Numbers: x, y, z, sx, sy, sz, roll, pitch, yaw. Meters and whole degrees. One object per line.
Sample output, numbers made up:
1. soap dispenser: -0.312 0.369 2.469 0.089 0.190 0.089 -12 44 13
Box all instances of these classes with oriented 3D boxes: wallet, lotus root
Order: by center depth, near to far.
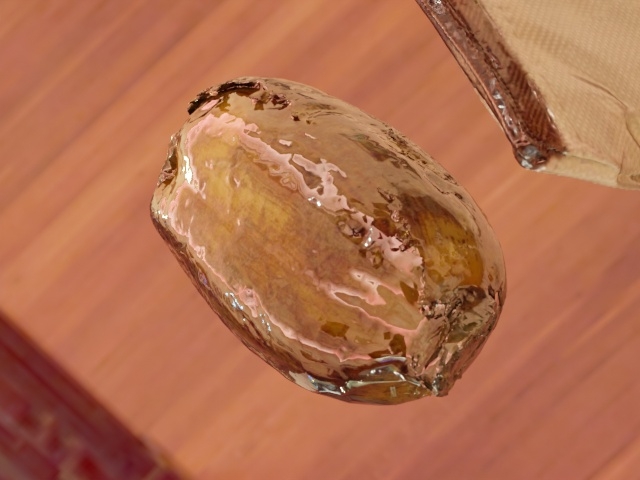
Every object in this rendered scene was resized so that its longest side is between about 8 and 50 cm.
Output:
1. wallet: 0.110 -0.147 1.020 0.068 0.275 0.335 -51 54 34
2. lotus root: 0.000 0.000 1.433 0.179 0.196 0.397 -8 29 -33
